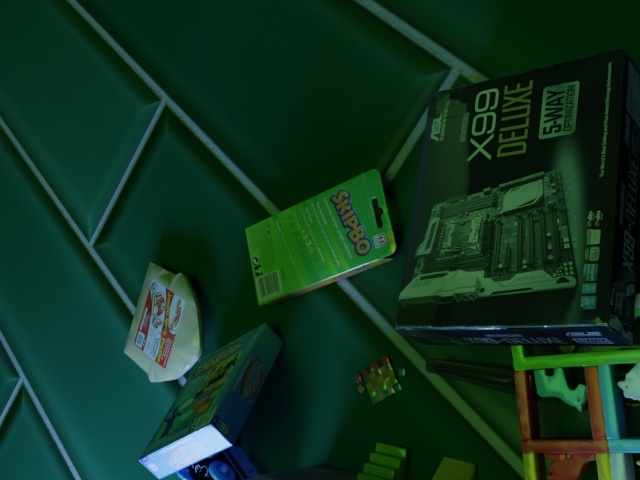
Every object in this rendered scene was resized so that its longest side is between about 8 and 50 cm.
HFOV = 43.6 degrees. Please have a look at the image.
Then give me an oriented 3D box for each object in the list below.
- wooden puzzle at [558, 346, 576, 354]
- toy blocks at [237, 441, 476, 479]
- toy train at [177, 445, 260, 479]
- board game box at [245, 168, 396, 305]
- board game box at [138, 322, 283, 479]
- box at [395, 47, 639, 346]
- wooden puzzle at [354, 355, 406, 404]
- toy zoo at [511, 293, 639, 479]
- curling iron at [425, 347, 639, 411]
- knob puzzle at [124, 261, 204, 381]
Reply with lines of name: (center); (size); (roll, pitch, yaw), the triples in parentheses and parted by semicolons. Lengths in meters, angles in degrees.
wooden puzzle: (0.268, 0.068, 0.919); (0.078, 0.014, 0.116); (-52, 55, 22)
toy blocks: (0.026, 0.350, 0.926); (0.381, 0.261, 0.191); (2, 86, 41)
toy train: (-0.133, 0.352, 1.161); (0.184, 0.105, 0.080); (45, 110, 34)
board game box: (0.000, 0.000, 1.140); (0.259, 0.039, 0.124); (-24, 70, 39)
board game box: (-0.152, 0.227, 1.144); (0.160, 0.210, 0.047); (-32, 109, 34)
box: (0.221, -0.039, 0.883); (0.242, 0.076, 0.307); (-5, 65, 40)
wooden puzzle: (0.080, 0.187, 1.067); (0.083, 0.006, 0.049); (-37, 62, 31)
toy zoo: (0.299, 0.206, 0.821); (0.192, 0.030, 0.293); (-11, 79, 38)
curling iron: (0.244, 0.152, 0.914); (0.274, 0.035, 0.068); (-3, 84, 39)
knob puzzle: (-0.245, 0.146, 1.328); (0.213, 0.030, 0.213); (-9, 77, 43)
